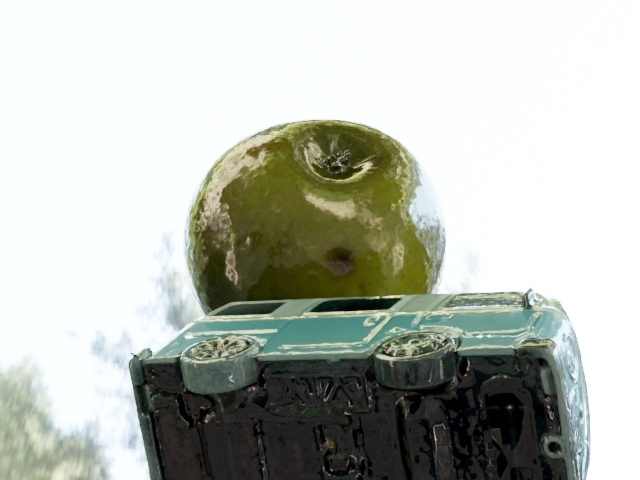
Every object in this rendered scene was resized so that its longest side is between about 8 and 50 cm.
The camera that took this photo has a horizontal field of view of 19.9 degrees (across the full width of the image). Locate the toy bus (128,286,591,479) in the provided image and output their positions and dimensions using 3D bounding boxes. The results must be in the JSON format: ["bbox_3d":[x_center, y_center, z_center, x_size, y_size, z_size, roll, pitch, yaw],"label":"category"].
[{"bbox_3d":[0.039,0.102,1.137,0.271,0.165,0.133,-3,-73,22],"label":"toy bus"}]

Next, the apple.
[{"bbox_3d":[0.000,0.000,1.304,0.196,0.196,0.157,9,-53,-7],"label":"apple"}]
